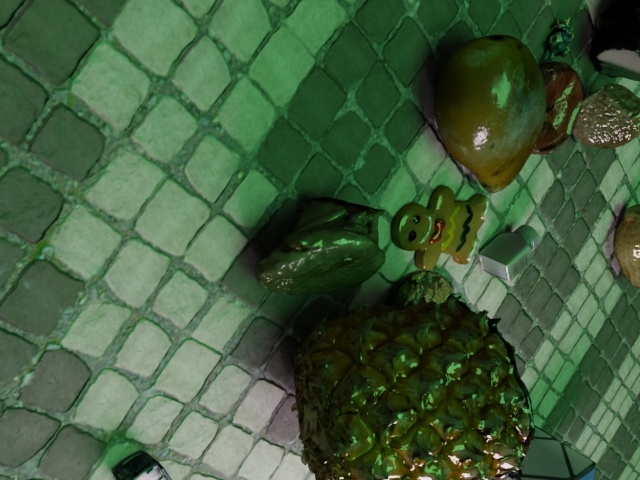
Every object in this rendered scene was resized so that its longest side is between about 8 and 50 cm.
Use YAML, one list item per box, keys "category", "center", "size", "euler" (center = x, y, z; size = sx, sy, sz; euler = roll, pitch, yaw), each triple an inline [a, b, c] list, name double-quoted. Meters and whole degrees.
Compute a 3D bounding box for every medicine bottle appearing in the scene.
- category: "medicine bottle"
  center: [0.380, 0.021, 1.324]
  size: [0.118, 0.074, 0.055]
  euler: [-39, 129, -23]

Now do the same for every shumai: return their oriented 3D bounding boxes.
- category: "shumai"
  center: [0.000, 0.000, 0.957]
  size: [0.201, 0.201, 0.120]
  euler: [11, 60, -43]
- category: "shumai"
  center: [0.587, -0.261, 1.360]
  size: [0.116, 0.146, 0.145]
  euler: [-48, 137, -47]

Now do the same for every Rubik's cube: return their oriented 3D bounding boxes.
- category: "Rubik's cube"
  center: [0.504, 0.597, 1.593]
  size: [0.205, 0.207, 0.205]
  euler: [-16, 117, -34]

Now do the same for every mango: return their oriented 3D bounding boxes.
- category: "mango"
  center: [0.290, -0.200, 1.104]
  size: [0.193, 0.146, 0.316]
  euler: [-42, 137, -9]

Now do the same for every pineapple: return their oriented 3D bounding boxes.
- category: "pineapple"
  center: [0.119, 0.257, 1.017]
  size: [0.300, 0.352, 0.352]
  euler: [-10, 116, -19]

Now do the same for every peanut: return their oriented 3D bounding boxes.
- category: "peanut"
  center: [0.800, 0.021, 1.658]
  size: [0.137, 0.122, 0.253]
  euler: [-56, 130, -20]

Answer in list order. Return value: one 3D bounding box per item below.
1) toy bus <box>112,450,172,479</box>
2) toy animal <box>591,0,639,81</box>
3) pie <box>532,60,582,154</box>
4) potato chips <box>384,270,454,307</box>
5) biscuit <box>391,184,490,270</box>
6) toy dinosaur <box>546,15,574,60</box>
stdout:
- category: "toy bus"
  center: [-0.240, 0.376, 0.966]
  size: [0.065, 0.047, 0.165]
  euler: [-39, 131, -27]
- category: "toy animal"
  center: [0.654, -0.441, 1.264]
  size: [0.213, 0.213, 0.266]
  euler: [12, 104, -43]
- category: "pie"
  center: [0.431, -0.251, 1.266]
  size: [0.182, 0.050, 0.182]
  euler: [-18, 123, -30]
- category: "potato chips"
  center: [0.177, 0.146, 1.241]
  size: [0.202, 0.029, 0.220]
  euler: [-53, 136, -10]
- category: "biscuit"
  center: [0.220, -0.020, 1.197]
  size: [0.240, 0.035, 0.158]
  euler: [-1, 107, -41]
- category: "toy dinosaur"
  center: [0.442, -0.372, 1.234]
  size: [0.047, 0.031, 0.083]
  euler: [9, 101, -42]
